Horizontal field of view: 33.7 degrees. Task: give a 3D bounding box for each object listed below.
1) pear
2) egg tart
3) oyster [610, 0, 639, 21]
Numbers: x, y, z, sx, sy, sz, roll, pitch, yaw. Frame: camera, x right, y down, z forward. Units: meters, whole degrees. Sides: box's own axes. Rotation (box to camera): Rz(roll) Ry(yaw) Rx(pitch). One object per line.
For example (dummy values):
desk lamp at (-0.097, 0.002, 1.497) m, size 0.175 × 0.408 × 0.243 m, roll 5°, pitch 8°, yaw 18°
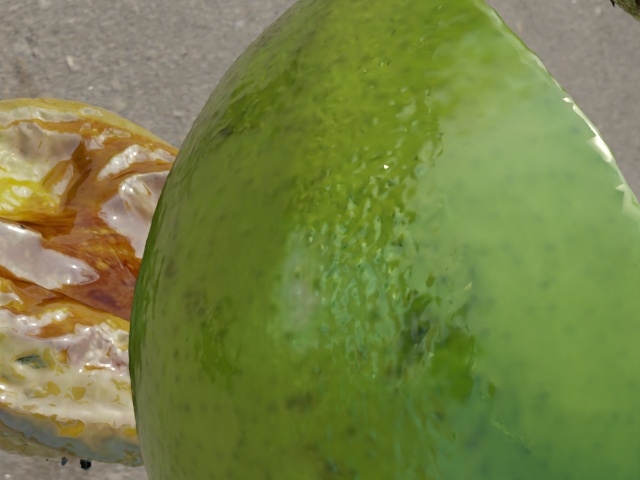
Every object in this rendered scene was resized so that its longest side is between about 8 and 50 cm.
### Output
pear at (-0.005, 0.001, 0.428) m, size 0.139 × 0.288 × 0.239 m, roll 0°, pitch 81°, yaw -24°
egg tart at (-0.216, 0.044, 0.888) m, size 0.443 × 0.443 × 0.178 m, roll 0°, pitch 129°, yaw -45°
oyster at (0.160, -0.138, 0.484) m, size 0.038 × 0.083 × 0.081 m, roll 24°, pitch 79°, yaw -72°
